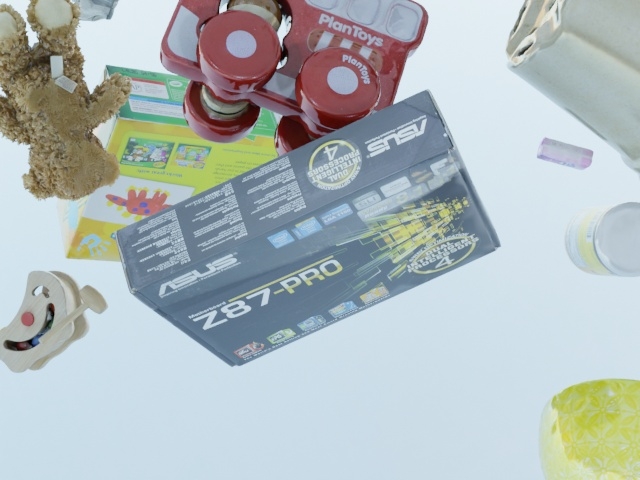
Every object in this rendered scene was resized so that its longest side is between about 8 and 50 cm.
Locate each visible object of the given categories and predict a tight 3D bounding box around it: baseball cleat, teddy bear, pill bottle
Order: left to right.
[{"bbox_3d":[-0.435,-0.233,1.875,0.245,0.338,0.113,-40,-150,-15],"label":"teddy bear"},{"bbox_3d":[-0.447,-0.465,2.124,0.206,0.109,0.072,35,-161,31],"label":"baseball cleat"},{"bbox_3d":[0.463,-0.001,1.864,0.117,0.117,0.215,-11,-179,-6],"label":"pill bottle"}]

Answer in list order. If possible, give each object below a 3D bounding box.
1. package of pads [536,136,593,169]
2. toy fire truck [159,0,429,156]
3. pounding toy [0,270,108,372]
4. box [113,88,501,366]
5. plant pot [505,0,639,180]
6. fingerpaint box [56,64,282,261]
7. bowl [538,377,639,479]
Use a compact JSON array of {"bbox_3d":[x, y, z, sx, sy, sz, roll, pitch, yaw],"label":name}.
[{"bbox_3d":[0.386,-0.136,1.842,0.083,0.032,0.050,16,174,3],"label":"package of pads"},{"bbox_3d":[-0.034,-0.243,1.458,0.302,0.169,0.254,21,-116,-4],"label":"toy fire truck"},{"bbox_3d":[-0.557,0.145,2.293,0.269,0.154,0.155,-37,168,13],"label":"pounding toy"},{"bbox_3d":[0.000,0.000,1.402,0.394,0.318,0.097,-24,-118,7],"label":"box"},{"bbox_3d":[0.457,-0.282,1.720,0.305,0.334,0.334,28,-148,-11],"label":"plant pot"},{"bbox_3d":[-0.248,-0.127,2.272,0.444,0.371,0.163,4,-136,-27],"label":"fingerpaint box"},{"bbox_3d":[0.420,0.333,1.558,0.289,0.289,0.156,7,-132,22],"label":"bowl"}]
